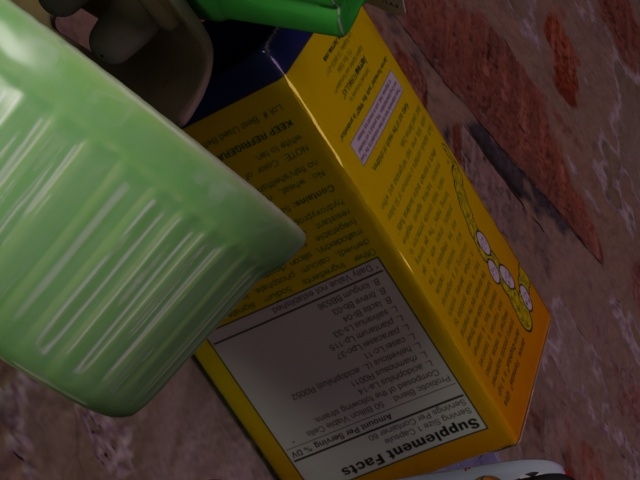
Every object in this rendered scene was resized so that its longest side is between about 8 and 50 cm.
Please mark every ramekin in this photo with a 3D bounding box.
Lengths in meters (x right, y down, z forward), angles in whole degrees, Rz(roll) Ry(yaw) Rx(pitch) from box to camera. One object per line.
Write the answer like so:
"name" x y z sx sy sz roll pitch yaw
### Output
"ramekin" -0.171 -0.034 1.038 0.303 0.148 0.303 37 -2 1

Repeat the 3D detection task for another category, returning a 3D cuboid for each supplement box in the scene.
"supplement box" 0.000 0.000 1.418 0.356 0.194 0.195 57 27 -17

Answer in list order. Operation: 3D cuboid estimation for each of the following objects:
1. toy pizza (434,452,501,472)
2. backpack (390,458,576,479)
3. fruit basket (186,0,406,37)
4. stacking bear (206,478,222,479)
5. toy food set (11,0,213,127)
"toy pizza" 0.113 0.219 1.628 0.201 0.032 0.201 43 33 -37
"backpack" 0.104 0.298 1.323 0.213 0.277 0.263 -52 127 -60
"fruit basket" -0.111 -0.281 1.141 0.353 0.165 0.327 32 -11 18
"stacking bear" -0.043 0.296 1.147 0.164 0.175 0.289 -4 65 -60
"toy food set" -0.213 -0.197 1.149 0.220 0.092 0.306 33 -12 32
